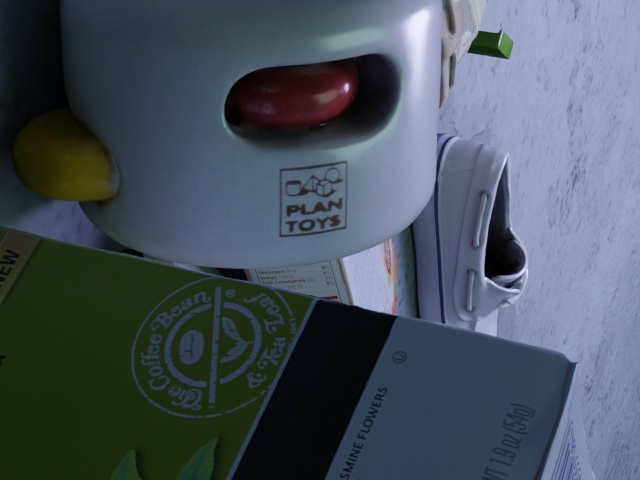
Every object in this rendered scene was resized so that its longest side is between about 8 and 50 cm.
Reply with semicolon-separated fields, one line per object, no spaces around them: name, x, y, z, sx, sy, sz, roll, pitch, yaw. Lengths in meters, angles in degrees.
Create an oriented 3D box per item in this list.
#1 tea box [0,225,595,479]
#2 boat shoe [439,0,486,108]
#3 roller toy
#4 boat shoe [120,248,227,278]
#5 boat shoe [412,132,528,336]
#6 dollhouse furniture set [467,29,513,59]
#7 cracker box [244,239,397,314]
tea box;-0.047;0.187;0.721;0.329;0.323;0.220;69;39;-52
boat shoe;0.047;-0.170;1.076;0.302;0.109;0.098;43;59;-69
roller toy;-0.036;-0.072;0.809;0.209;0.191;0.146;-41;137;-56
boat shoe;-0.082;0.050;0.913;0.068;0.081;0.228;-32;164;2
boat shoe;0.141;0.021;1.386;0.096;0.088;0.267;-55;146;-45
dollhouse furniture set;0.141;-0.233;1.321;0.076;0.058;0.152;26;75;-67
cracker box;0.000;0.000;1.029;0.232;0.067;0.156;75;15;-46
